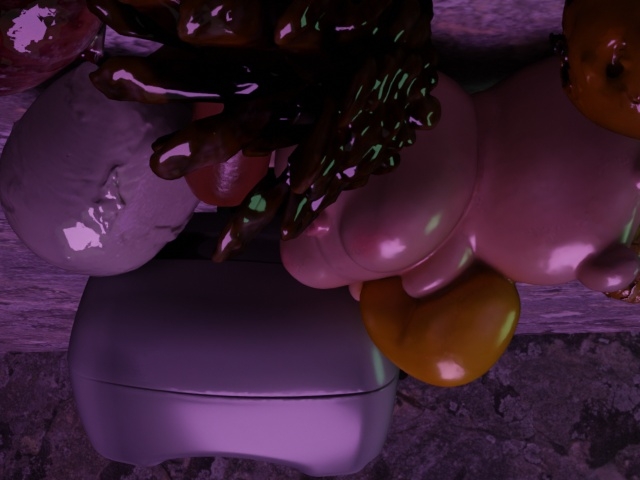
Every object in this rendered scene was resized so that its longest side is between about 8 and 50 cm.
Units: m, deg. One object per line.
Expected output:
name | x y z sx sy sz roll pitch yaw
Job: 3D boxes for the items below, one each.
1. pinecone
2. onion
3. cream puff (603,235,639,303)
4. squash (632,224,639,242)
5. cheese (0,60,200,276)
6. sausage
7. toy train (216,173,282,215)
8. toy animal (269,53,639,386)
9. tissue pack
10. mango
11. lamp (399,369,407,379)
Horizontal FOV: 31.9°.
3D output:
pinecone | -0.031 -0.116 0.621 0.201 0.229 0.202 45 131 -16
onion | -0.212 -0.150 0.738 0.151 0.098 0.206 5 168 -26
cream puff | 0.407 0.017 1.510 0.104 0.119 0.133 16 143 10
squash | 0.299 -0.042 1.207 0.123 0.123 0.187 0 165 1
cheese | -0.199 -0.060 1.016 0.154 0.189 0.198 33 -178 25
sausage | -0.071 -0.100 0.923 0.077 0.077 0.194 3 139 -12
toy train | 0.000 0.000 1.352 0.201 0.145 0.266 0 168 16
toy animal | 0.086 -0.035 0.930 0.247 0.278 0.345 27 157 -37
tissue pack | -0.083 0.093 1.147 0.333 0.236 0.229 2 -152 3
mango | 0.271 -0.126 0.721 0.248 0.156 0.151 4 132 -21
lamp | 0.140 0.080 1.555 0.247 0.247 0.247 1 168 0
